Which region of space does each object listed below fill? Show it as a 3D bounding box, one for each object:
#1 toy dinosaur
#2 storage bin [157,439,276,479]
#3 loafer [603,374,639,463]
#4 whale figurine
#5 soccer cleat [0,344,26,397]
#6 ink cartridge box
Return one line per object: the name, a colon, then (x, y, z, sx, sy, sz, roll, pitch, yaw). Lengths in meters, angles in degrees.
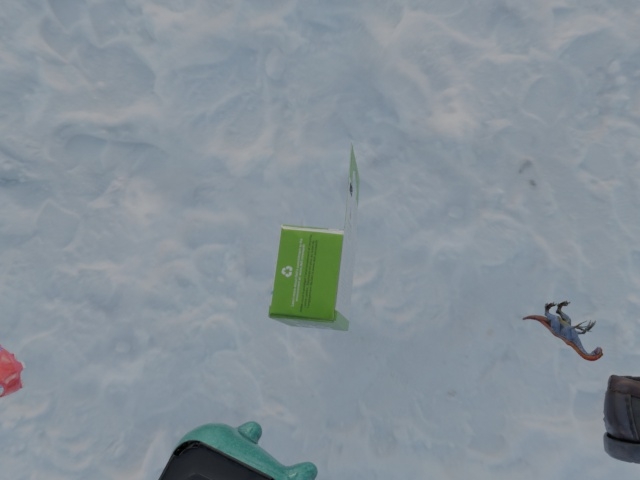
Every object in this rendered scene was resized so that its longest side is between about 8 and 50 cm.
toy dinosaur: (0.305, 0.114, 0.832, 0.047, 0.090, 0.082, 4, 59, -32)
storage bin: (-0.124, 0.309, 0.693, 0.122, 0.084, 0.180, 24, 68, 8)
loafer: (0.458, 0.180, 0.783, 0.303, 0.109, 0.095, -6, 88, -19)
whale figurine: (-0.145, 0.423, 1.234, 0.272, 0.141, 0.216, 9, 55, 8)
soccer cleat: (-0.598, 0.196, 1.174, 0.248, 0.095, 0.082, 26, 112, 37)
ink cartridge box: (0.000, 0.000, 1.022, 0.097, 0.189, 0.255, 4, 79, 8)
